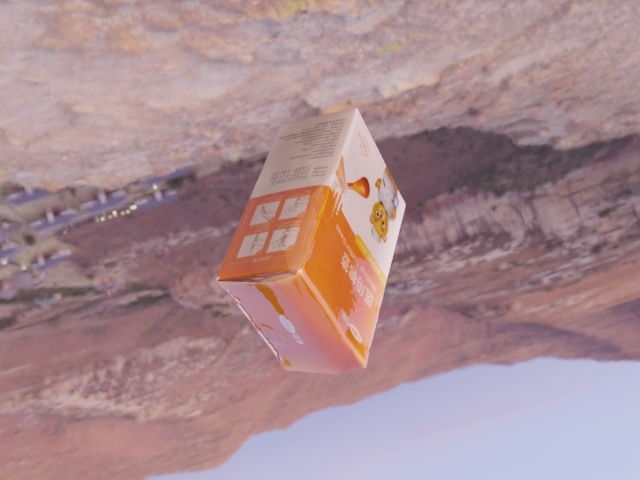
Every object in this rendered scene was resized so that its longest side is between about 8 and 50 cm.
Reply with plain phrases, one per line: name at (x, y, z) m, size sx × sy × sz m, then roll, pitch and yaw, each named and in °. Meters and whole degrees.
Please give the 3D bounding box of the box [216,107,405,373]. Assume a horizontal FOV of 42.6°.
box at (0.000, 0.000, 1.230) m, size 0.143 × 0.225 × 0.341 m, roll -8°, pitch -136°, yaw 27°
